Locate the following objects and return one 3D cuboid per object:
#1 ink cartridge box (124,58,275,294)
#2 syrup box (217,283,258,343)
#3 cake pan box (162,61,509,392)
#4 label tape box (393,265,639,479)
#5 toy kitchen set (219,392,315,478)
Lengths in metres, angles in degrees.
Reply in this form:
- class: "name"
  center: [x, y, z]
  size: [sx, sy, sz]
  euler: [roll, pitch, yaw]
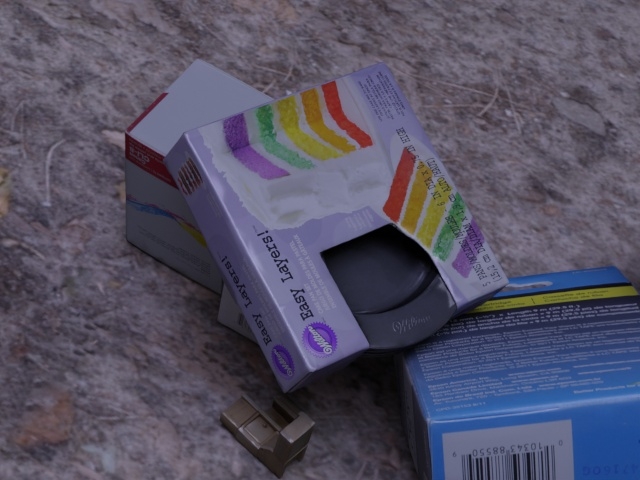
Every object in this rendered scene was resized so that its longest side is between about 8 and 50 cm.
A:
- class: "ink cartridge box"
  center: [-0.111, -0.062, 1.867]
  size: [0.127, 0.176, 0.128]
  euler: [29, 55, 16]
- class: "syrup box"
  center: [0.000, 0.000, 1.885]
  size: [0.093, 0.096, 0.237]
  euler: [30, 55, 12]
- class: "cake pan box"
  center: [0.018, -0.013, 1.743]
  size: [0.245, 0.070, 0.267]
  euler: [-21, 77, -29]
- class: "label tape box"
  center: [0.202, 0.136, 1.760]
  size: [0.249, 0.115, 0.348]
  euler: [-7, 16, -3]
- class: "toy kitchen set"
  center: [-0.039, 0.164, 1.772]
  size: [0.083, 0.075, 0.068]
  euler: [42, 58, 16]
